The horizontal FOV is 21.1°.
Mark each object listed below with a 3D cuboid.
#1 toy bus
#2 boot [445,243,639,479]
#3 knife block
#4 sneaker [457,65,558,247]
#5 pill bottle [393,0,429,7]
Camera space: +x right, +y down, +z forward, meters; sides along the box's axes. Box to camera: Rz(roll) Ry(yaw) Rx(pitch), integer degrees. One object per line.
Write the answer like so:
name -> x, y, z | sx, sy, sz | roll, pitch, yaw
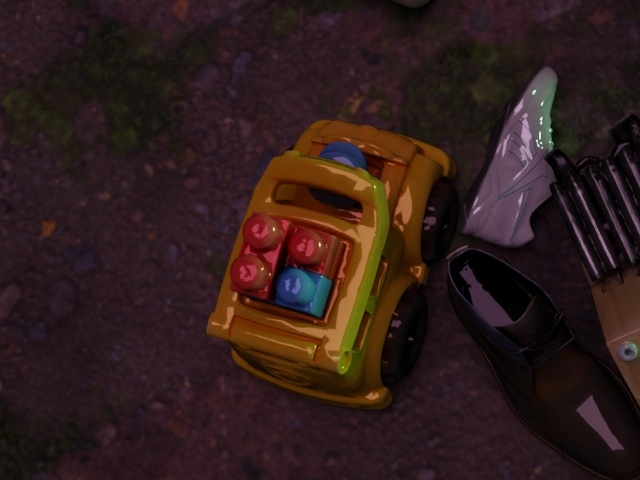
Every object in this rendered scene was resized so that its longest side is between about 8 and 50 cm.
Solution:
toy bus -> 0.000, 0.000, 1.292 | 0.149, 0.211, 0.220 | 15, 81, 19
boot -> 0.163, 0.091, 1.281 | 0.082, 0.106, 0.219 | -42, 71, 3
knife block -> 0.263, 0.049, 1.283 | 0.088, 0.242, 0.275 | -25, 114, 14
sneaker -> 0.160, -0.064, 1.353 | 0.061, 0.054, 0.152 | 23, 80, -5
pill bottle -> 0.018, -0.272, 1.400 | 0.187, 0.112, 0.112 | 25, 85, 19
